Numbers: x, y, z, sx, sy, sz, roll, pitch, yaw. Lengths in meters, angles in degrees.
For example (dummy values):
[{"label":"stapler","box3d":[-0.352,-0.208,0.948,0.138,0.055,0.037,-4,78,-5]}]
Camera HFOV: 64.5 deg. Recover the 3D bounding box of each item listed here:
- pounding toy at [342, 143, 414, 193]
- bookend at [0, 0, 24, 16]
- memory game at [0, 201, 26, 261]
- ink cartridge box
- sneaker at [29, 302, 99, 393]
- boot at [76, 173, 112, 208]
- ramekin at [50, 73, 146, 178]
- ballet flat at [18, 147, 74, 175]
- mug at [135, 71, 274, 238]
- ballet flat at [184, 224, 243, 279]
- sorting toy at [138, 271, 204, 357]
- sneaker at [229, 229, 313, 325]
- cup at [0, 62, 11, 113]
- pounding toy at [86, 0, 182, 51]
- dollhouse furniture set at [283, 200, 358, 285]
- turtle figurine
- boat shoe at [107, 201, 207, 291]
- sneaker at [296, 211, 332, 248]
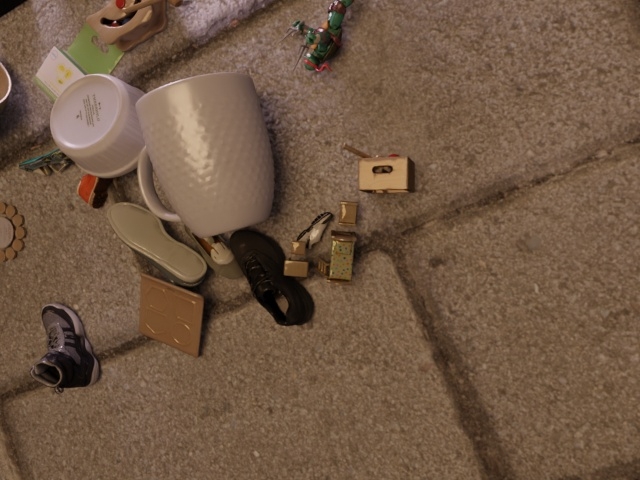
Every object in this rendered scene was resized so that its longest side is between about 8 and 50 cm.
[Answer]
[{"label":"pounding toy","box3d":[0.132,-0.160,1.138,0.141,0.130,0.100,1,91,18]},{"label":"bookend","box3d":[-0.964,-0.767,1.504,0.157,0.072,0.156,-21,84,18]},{"label":"memory game","box3d":[-0.976,-0.025,1.556,0.186,0.012,0.186,0,91,18]},{"label":"ink cartridge box","box3d":[-0.683,-0.491,1.432,0.171,0.056,0.235,43,105,12]},{"label":"sneaker","box3d":[-0.735,0.298,1.412,0.101,0.153,0.268,-34,81,15]},{"label":"boot","box3d":[-0.631,-0.177,1.421,0.085,0.059,0.157,32,101,20]},{"label":"ramekin","box3d":[-0.574,-0.308,1.329,0.273,0.127,0.272,-4,75,15]},{"label":"ballet flat","box3d":[-0.790,-0.221,1.470,0.189,0.070,0.070,-14,87,21]},{"label":"mug","box3d":[-0.287,-0.173,1.207,0.374,0.276,0.327,-13,95,27]},{"label":"ballet flat","box3d":[-0.277,0.013,1.297,0.072,0.068,0.213,-39,76,-22]},{"label":"sorting toy","box3d":[-0.392,0.194,1.337,0.193,0.038,0.208,18,118,17]},{"label":"sneaker","box3d":[-0.130,0.086,1.228,0.109,0.130,0.286,-44,77,16]},{"label":"cup","box3d":[-1.087,-0.391,1.452,0.331,0.331,0.237,48,130,11]},{"label":"pounding toy","box3d":[-0.498,-0.622,1.316,0.270,0.155,0.154,-24,87,15]},{"label":"dollhouse furniture set","box3d":[0.000,0.000,1.167,0.161,0.101,0.181,5,100,1]},{"label":"turtle figurine","box3d":[0.000,-0.487,1.186,0.234,0.118,0.175,-57,35,9]},{"label":"boat shoe","box3d":[-0.435,0.022,1.332,0.319,0.116,0.099,36,140,10]},{"label":"sneaker","box3d":[-0.007,-0.025,1.239,0.109,0.040,0.044,-44,108,9]}]
